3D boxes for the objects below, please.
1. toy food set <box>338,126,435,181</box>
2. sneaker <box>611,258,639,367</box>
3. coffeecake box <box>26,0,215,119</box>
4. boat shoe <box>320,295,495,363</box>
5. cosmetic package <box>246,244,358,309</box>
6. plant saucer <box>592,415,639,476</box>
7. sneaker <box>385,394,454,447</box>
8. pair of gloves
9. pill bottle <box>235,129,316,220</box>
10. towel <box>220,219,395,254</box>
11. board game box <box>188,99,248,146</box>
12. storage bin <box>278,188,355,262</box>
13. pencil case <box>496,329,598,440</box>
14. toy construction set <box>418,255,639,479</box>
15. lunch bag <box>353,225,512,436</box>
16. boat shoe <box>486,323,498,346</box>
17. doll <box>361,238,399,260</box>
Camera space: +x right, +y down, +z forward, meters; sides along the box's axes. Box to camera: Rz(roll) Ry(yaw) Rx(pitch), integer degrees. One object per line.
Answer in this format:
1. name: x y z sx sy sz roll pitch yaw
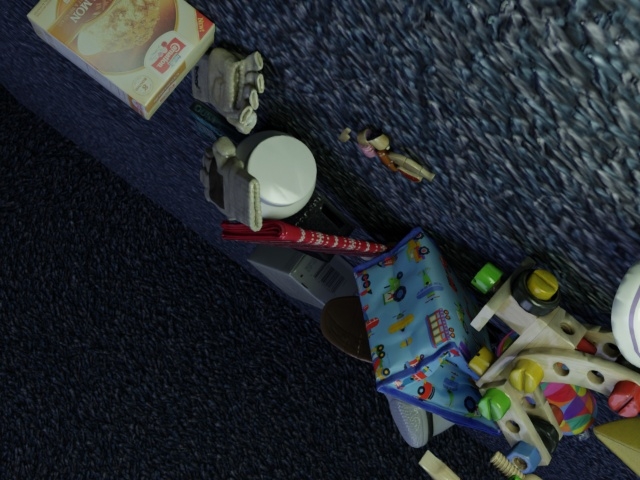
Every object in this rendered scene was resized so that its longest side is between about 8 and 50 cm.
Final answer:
1. toy food set: 0.082 -0.107 1.032 0.122 0.019 0.078 30 171 -4
2. sneaker: 0.384 0.103 0.735 0.282 0.102 0.161 31 172 -33
3. coffeecake box: -0.252 -0.272 1.082 0.185 0.142 0.068 37 170 -2
4. boat shoe: 0.169 0.183 1.625 0.342 0.123 0.123 6 175 23
5. cosmetic package: -0.040 0.067 1.972 0.160 0.113 0.309 42 170 -21
6. plant saucer: 0.609 0.376 1.207 0.333 0.081 0.333 41 169 -24
7. sneaker: 0.222 0.231 1.769 0.137 0.210 0.365 158 94 -78
8. pair of gloves: -0.122 -0.142 1.152 0.204 0.042 0.240 23 118 61
9. pill bottle: -0.084 -0.097 1.309 0.136 0.136 0.246 39 170 -11
10. towel: 0.000 0.000 1.339 0.275 0.031 0.199 9 177 -35
11. board game box: -0.150 -0.171 1.517 0.186 0.026 0.126 36 170 10
12. storage bin: -0.036 -0.039 1.561 0.122 0.084 0.180 43 169 -29
13. pencil case: 0.361 0.228 1.329 0.104 0.104 0.236 26 163 48
14. toy construction set: 0.232 0.170 1.026 0.237 0.309 0.257 42 162 4
15. lunch bag: 0.203 0.154 1.278 0.293 0.138 0.221 35 -148 -39
16. boat shoe: 0.249 0.141 1.486 0.152 0.056 0.049 28 165 2
17. doll: 0.139 0.047 1.448 0.189 0.046 0.129 33 159 36
